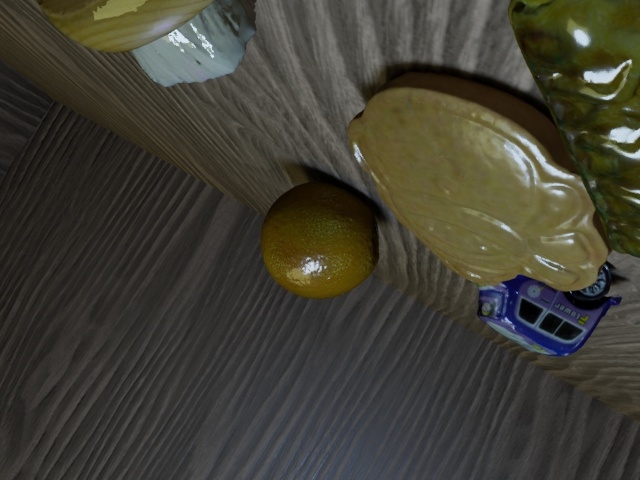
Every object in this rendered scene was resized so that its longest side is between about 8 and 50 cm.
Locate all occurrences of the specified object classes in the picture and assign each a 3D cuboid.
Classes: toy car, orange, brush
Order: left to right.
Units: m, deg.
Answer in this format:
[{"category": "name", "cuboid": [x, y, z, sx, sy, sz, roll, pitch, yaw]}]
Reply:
[{"category": "brush", "cuboid": [-0.127, -0.250, 0.523, 0.266, 0.174, 0.166, 5, 172, 36]}, {"category": "orange", "cuboid": [0.000, 0.000, 1.265, 0.274, 0.274, 0.274, 30, 173, 4]}, {"category": "toy car", "cuboid": [0.326, 0.078, 0.886, 0.235, 0.158, 0.172, 32, 173, -2]}]

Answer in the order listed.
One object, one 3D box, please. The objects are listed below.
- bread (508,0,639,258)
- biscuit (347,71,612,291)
[{"category": "bread", "cuboid": [0.209, -0.090, 0.384, 0.087, 0.098, 0.269, -21, 128, 30]}, {"category": "biscuit", "cuboid": [0.188, -0.048, 0.676, 0.312, 0.057, 0.351, 17, 151, 48]}]
